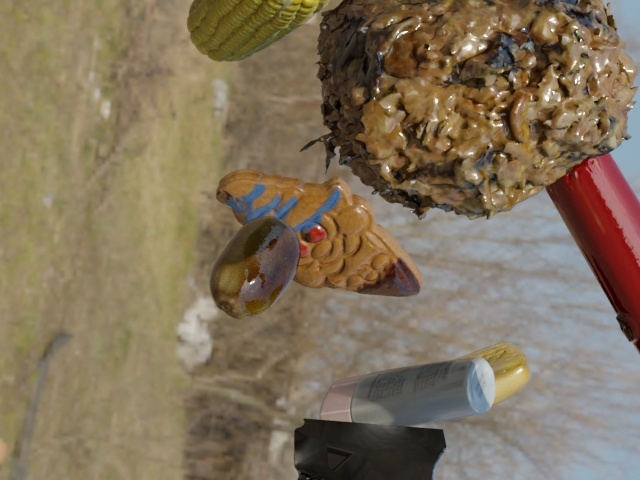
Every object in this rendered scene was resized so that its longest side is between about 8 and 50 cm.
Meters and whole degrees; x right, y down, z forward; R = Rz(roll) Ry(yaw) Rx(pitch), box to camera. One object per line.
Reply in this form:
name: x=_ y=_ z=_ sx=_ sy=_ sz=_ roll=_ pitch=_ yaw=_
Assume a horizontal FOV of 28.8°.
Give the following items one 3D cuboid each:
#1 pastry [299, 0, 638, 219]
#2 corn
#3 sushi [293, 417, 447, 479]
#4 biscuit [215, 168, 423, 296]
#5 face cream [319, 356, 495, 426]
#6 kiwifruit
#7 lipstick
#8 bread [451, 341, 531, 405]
pastry: x=0.121 y=-0.114 z=0.995 sx=0.275 sy=0.275 sz=0.193 roll=-83 pitch=169 yaw=-59
corn: x=-0.059 y=-0.228 z=1.172 sx=0.244 sy=0.093 sz=0.093 roll=161 pitch=-60 yaw=-66
sushi: x=0.043 y=0.289 z=1.210 sx=0.172 sy=0.153 sz=0.150 roll=-94 pitch=-169 yaw=-63
biscuit: x=0.000 y=0.000 z=1.496 sx=0.183 sy=0.280 sz=0.043 roll=-49 pitch=-165 yaw=43
face cream: x=0.094 y=0.174 z=1.378 sx=0.057 sy=0.198 sz=0.084 roll=59 pitch=40 yaw=-21
kiwifruit: x=-0.064 y=0.026 z=1.251 sx=0.124 sy=0.075 sz=0.075 roll=-55 pitch=161 yaw=-44
lipstick: x=0.286 y=0.053 z=1.065 sx=0.280 sy=0.073 sz=0.073 roll=60 pitch=-5 yaw=4
bread: x=0.185 y=0.163 z=1.426 sx=0.082 sy=0.115 sz=0.056 roll=-129 pitch=-159 yaw=-69
